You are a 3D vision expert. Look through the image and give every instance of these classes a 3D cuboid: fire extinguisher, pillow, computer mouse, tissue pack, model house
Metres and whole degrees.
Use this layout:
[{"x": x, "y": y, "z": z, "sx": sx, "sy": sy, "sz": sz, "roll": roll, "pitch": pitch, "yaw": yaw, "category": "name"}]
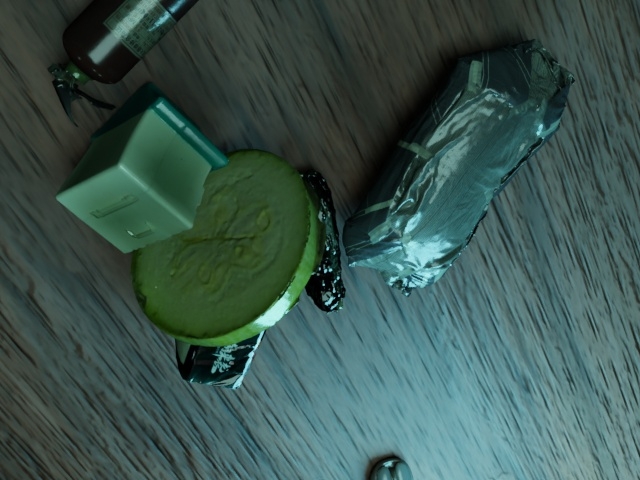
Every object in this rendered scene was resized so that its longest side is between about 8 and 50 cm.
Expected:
[{"x": -0.182, "y": -0.208, "z": 0.810, "sx": 0.231, "sy": 0.071, "sz": 0.099, "roll": -45, "pitch": 147, "yaw": 6, "category": "fire extinguisher"}, {"x": 0.159, "y": -0.087, "z": 0.959, "sx": 0.161, "sy": 0.092, "sz": 0.335, "roll": 27, "pitch": 103, "yaw": -32, "category": "pillow"}, {"x": 0.105, "y": 0.359, "z": 1.175, "sx": 0.066, "sy": 0.039, "sz": 0.096, "roll": -11, "pitch": 116, "yaw": -14, "category": "computer mouse"}, {"x": -0.102, "y": 0.071, "z": 0.941, "sx": 0.090, "sy": 0.103, "sz": 0.170, "roll": 15, "pitch": 109, "yaw": -21, "category": "tissue pack"}, {"x": -0.173, "y": -0.080, "z": 0.837, "sx": 0.127, "sy": 0.149, "sz": 0.100, "roll": -17, "pitch": 133, "yaw": 41, "category": "model house"}]

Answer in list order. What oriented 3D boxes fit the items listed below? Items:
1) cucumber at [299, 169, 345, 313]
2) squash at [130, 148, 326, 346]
[{"x": 0.000, "y": 0.000, "z": 0.972, "sx": 0.053, "sy": 0.053, "sz": 0.181, "roll": -13, "pitch": 116, "yaw": -13, "category": "cucumber"}, {"x": -0.101, "y": 0.006, "z": 0.848, "sx": 0.219, "sy": 0.219, "sz": 0.041, "roll": -38, "pitch": 141, "yaw": 1, "category": "squash"}]
